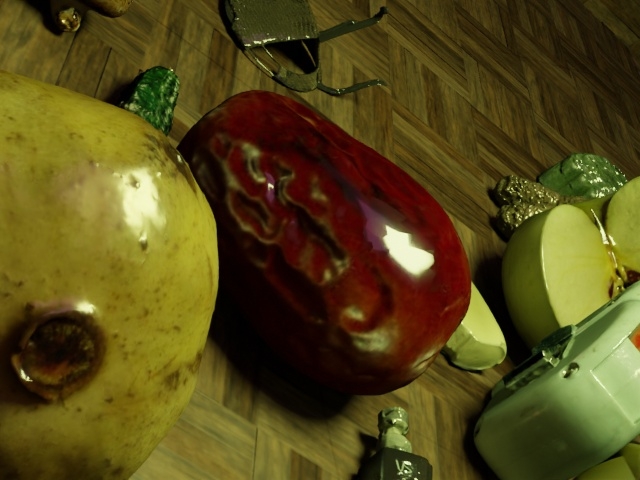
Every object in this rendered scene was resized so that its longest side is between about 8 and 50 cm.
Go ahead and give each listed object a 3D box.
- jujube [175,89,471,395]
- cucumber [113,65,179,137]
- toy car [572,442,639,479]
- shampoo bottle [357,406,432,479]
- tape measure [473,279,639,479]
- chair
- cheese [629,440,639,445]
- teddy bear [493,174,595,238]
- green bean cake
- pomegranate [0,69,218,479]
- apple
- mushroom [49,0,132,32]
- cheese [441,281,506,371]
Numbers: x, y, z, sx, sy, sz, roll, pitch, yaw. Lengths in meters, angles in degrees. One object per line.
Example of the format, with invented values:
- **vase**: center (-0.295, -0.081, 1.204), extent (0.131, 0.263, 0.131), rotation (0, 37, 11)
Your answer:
- **jujube**: center (0.000, 0.000, 1.092), extent (0.318, 0.223, 0.223), rotation (44, 27, 7)
- **cucumber**: center (-0.180, -0.104, 1.096), extent (0.067, 0.067, 0.293), rotation (37, 30, -22)
- **toy car**: center (0.334, 0.335, 1.199), extent (0.198, 0.204, 0.248), rotation (10, 40, -17)
- **shampoo bottle**: center (0.067, 0.240, 1.030), extent (0.057, 0.063, 0.208), rotation (27, 36, -17)
- **tape measure**: center (0.292, 0.157, 1.253), extent (0.125, 0.243, 0.246), rotation (51, 28, 5)
- **chair**: center (-0.021, -0.281, 1.519), extent (0.213, 0.149, 0.174), rotation (-11, 58, -11)
- **cheese**: center (0.389, 0.286, 1.454), extent (0.162, 0.036, 0.086), rotation (39, 32, -18)
- **teddy bear**: center (0.378, -0.006, 1.699), extent (0.251, 0.129, 0.182), rotation (42, 31, -12)
- **green bean cake**: center (0.485, -0.068, 1.964), extent (0.173, 0.094, 0.181), rotation (-1, 56, -56)
- **pomegranate**: center (-0.199, 0.036, 0.689), extent (0.281, 0.281, 0.281), rotation (35, 31, -25)
- **apple**: center (0.387, 0.065, 1.498), extent (0.233, 0.295, 0.258), rotation (138, -67, -82)
- **mushroom**: center (-0.255, -0.275, 1.172), extent (0.126, 0.085, 0.109), rotation (24, 38, -20)
- **cheese**: center (0.142, 0.041, 1.391), extent (0.127, 0.050, 0.255), rotation (18, 39, -42)
